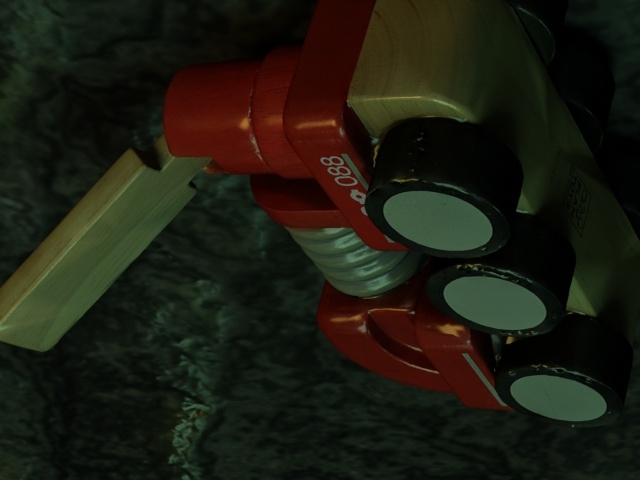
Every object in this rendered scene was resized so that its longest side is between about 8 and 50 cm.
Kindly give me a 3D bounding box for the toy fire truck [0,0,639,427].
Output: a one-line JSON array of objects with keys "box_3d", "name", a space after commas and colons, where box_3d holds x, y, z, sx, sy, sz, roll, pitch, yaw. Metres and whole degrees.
[{"box_3d": [0.000, 0.000, 0.831, 0.246, 0.158, 0.217, 0, 148, 29], "name": "toy fire truck"}]
